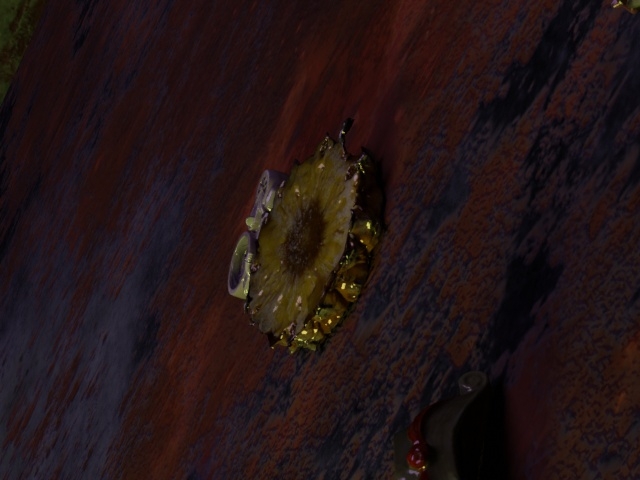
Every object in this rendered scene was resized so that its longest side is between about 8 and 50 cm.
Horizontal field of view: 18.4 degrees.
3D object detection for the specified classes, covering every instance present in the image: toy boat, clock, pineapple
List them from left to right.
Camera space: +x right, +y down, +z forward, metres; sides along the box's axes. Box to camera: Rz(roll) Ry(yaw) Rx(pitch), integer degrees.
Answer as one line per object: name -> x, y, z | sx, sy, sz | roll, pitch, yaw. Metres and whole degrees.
clock -> -0.055, -0.002, 1.904 | 0.087, 0.041, 0.129 | -132, 58, -71
pineapple -> 0.000, 0.000, 1.768 | 0.221, 0.047, 0.221 | -44, 36, 45
toy boat -> 0.090, 0.166, 1.355 | 0.185, 0.071, 0.089 | -93, -12, -45

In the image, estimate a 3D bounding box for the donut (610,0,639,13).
donut -> 0.265, -0.264, 1.209 | 0.259, 0.136, 0.345 | -46, 31, 51
